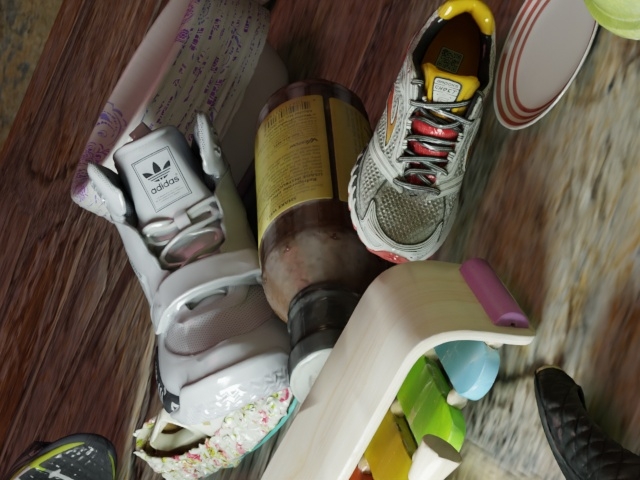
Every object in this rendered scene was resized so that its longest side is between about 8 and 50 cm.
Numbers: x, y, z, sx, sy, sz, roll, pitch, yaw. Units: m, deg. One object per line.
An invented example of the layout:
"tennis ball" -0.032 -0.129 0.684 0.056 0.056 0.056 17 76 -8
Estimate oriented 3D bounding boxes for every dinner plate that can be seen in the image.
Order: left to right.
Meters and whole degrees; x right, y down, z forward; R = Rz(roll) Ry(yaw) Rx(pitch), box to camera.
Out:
"dinner plate" 0.172 -0.146 1.274 0.141 0.017 0.141 -54 23 36

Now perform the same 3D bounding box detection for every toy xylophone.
"toy xylophone" 0.036 0.169 1.196 0.323 0.081 0.236 -59 22 24

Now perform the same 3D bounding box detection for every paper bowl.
"paper bowl" -0.139 -0.134 1.849 0.284 0.148 0.284 -55 15 24

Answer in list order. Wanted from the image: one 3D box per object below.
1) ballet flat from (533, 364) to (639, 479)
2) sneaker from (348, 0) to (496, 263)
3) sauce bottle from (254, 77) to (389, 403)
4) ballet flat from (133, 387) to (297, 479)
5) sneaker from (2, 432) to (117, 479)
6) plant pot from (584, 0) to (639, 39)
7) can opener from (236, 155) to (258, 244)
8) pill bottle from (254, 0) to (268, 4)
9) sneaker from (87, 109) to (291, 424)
"ballet flat" 0.162 0.121 0.996 0.049 0.057 0.173 -24 27 -1
"sneaker" 0.079 -0.089 1.318 0.093 0.088 0.225 109 176 -72
"sauce bottle" 0.000 0.000 1.426 0.111 0.111 0.344 -55 22 32
"ballet flat" -0.104 0.167 1.571 0.241 0.077 0.091 -41 32 51
"sneaker" -0.312 0.273 1.963 0.300 0.111 0.121 -41 29 48
"plant pot" 0.161 -0.306 1.096 0.276 0.254 0.276 -47 29 37
"can opener" -0.103 -0.012 1.727 0.283 0.095 0.076 124 158 -47
"pill bottle" -0.107 -0.335 2.084 0.094 0.094 0.169 -66 20 6
"sneaker" -0.117 0.016 1.512 0.137 0.210 0.366 -24 17 0
